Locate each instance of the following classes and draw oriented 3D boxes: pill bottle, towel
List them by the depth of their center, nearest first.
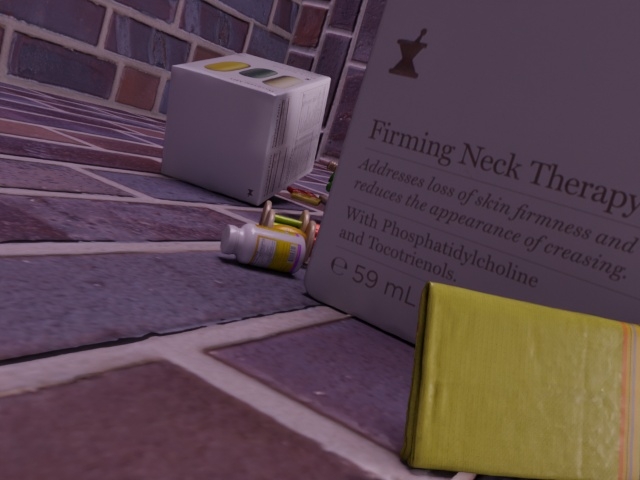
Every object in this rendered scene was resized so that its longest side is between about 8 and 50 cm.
[{"bbox_3d":[0.155,0.094,0.415,0.237,0.102,0.021,13,-13,-24],"label":"towel"},{"bbox_3d":[-0.061,0.007,0.709,0.083,0.043,0.043,14,10,-24],"label":"pill bottle"}]

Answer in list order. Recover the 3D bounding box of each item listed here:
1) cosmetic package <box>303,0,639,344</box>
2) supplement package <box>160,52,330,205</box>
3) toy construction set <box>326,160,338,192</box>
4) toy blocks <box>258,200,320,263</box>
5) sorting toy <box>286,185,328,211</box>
[{"bbox_3d":[0.244,-0.078,0.671,0.329,0.394,0.327,22,10,33],"label":"cosmetic package"},{"bbox_3d":[-0.131,-0.216,1.245,0.199,0.198,0.262,19,25,14],"label":"supplement package"},{"bbox_3d":[0.174,-0.094,0.997,0.237,0.309,0.257,25,39,-15],"label":"toy construction set"},{"bbox_3d":[0.000,0.000,0.830,0.148,0.054,0.123,15,10,-10],"label":"toy blocks"},{"bbox_3d":[0.062,-0.033,1.172,0.274,0.046,0.132,14,9,-21],"label":"sorting toy"}]
